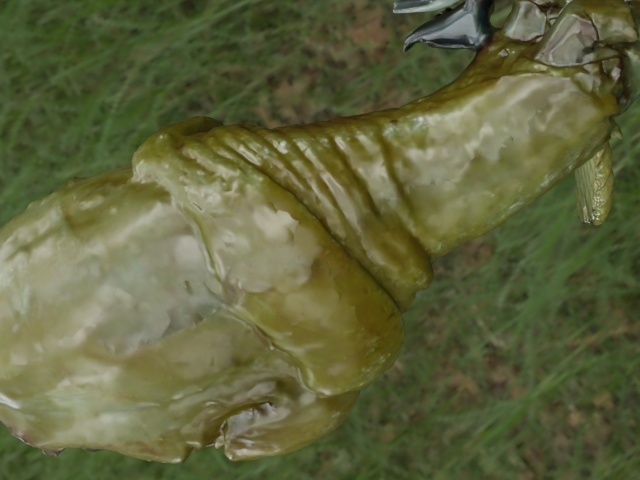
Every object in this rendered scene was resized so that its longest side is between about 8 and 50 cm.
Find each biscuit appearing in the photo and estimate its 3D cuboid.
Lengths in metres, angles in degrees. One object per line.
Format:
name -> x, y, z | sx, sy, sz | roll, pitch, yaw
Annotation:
biscuit -> 0.322, -0.136, 1.687 | 0.187, 0.036, 0.274 | -84, -15, -68

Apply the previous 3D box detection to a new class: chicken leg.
chicken leg -> 0.000, 0.000, 0.410 | 0.103, 0.227, 0.088 | 62, -176, -24

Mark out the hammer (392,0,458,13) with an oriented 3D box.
hammer -> 0.013, -0.245, 1.163 | 0.103, 0.246, 0.029 | -31, 48, 60
